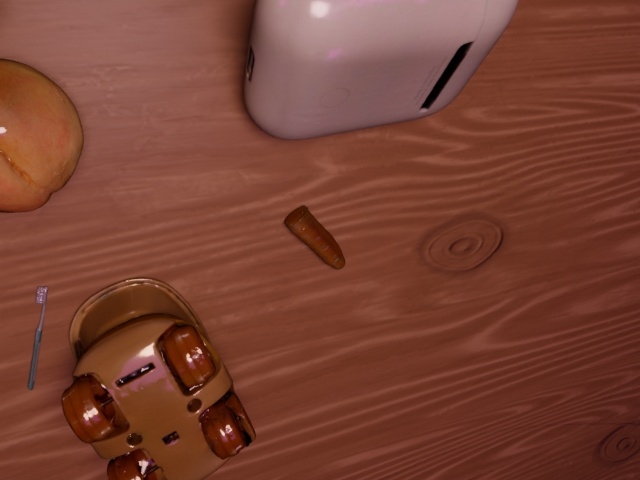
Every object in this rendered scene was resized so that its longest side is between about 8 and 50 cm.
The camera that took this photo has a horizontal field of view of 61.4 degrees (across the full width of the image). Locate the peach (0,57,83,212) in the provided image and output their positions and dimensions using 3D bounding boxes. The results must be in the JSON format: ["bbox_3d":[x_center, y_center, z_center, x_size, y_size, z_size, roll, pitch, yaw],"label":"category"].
[{"bbox_3d":[-0.373,-0.120,0.625,0.184,0.184,0.184,-8,111,-21],"label":"peach"}]

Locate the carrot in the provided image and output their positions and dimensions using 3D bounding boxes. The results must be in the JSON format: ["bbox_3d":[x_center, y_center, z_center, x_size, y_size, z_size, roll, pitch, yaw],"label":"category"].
[{"bbox_3d":[0.000,0.000,0.908,0.048,0.048,0.139,-46,122,-3],"label":"carrot"}]

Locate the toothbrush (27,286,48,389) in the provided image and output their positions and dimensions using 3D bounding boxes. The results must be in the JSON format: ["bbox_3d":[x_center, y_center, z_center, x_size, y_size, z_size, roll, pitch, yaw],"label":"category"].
[{"bbox_3d":[-0.418,0.144,0.791,0.014,0.011,0.167,9,104,-21],"label":"toothbrush"}]

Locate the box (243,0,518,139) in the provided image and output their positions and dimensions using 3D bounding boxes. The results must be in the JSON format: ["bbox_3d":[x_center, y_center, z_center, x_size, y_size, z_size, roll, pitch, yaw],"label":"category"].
[{"bbox_3d":[0.072,-0.260,0.727,0.349,0.288,0.141,-15,71,-19],"label":"box"}]

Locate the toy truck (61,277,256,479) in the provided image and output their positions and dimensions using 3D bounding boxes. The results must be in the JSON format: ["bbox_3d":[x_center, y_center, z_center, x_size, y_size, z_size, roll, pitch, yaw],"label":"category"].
[{"bbox_3d":[-0.239,0.215,0.784,0.204,0.211,0.288,-28,113,-12],"label":"toy truck"}]
